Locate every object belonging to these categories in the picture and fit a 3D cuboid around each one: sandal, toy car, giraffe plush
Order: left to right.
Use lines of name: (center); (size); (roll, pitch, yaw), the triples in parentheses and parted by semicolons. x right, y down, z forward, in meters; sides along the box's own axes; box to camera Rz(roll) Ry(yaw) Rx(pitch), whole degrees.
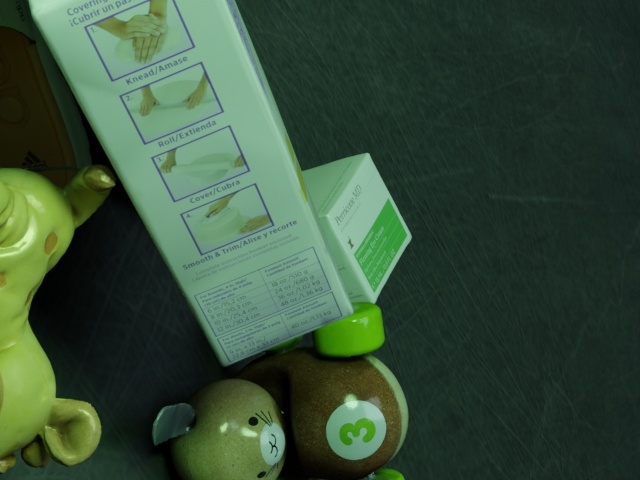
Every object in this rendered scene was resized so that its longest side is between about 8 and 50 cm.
giraffe plush: (-0.205, 0.047, 0.931); (0.210, 0.181, 0.170); (-4, 93, -43)
sandal: (-0.218, -0.123, 1.035); (0.265, 0.102, 0.076); (66, 29, -20)
toy car: (-0.044, 0.139, 1.193); (0.188, 0.149, 0.155); (-20, 105, -49)

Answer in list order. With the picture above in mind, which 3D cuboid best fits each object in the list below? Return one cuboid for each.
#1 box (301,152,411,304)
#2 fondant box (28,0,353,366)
box: (0.000, 0.000, 1.348); (0.087, 0.102, 0.101); (61, 34, -21)
fondant box: (-0.090, -0.115, 1.010); (0.330, 0.096, 0.238); (66, 3, -51)
